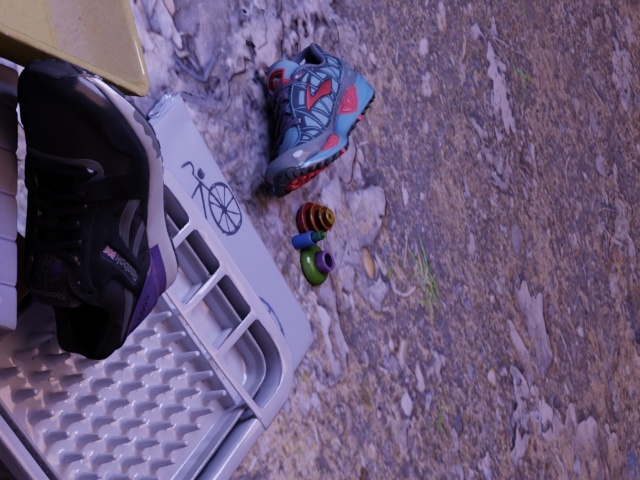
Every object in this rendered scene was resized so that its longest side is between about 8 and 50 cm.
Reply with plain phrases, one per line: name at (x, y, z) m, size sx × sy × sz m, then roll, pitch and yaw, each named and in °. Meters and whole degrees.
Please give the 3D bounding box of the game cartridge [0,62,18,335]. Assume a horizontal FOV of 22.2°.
game cartridge at (-0.355, -0.069, 1.154) m, size 0.355 × 0.068 × 0.230 m, roll 21°, pitch 57°, yaw -53°

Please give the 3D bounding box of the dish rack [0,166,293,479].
dish rack at (-0.181, 0.119, 1.481) m, size 0.285 × 0.072 × 0.333 m, roll 57°, pitch 42°, yaw -19°

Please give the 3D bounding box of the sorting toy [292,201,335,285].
sorting toy at (0.000, 0.000, 1.945) m, size 0.061 × 0.042 × 0.102 m, roll 8°, pitch 70°, yaw -59°

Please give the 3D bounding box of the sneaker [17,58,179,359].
sneaker at (-0.190, -0.012, 1.311) m, size 0.283 × 0.107 × 0.124 m, roll 76°, pitch 34°, yaw -46°

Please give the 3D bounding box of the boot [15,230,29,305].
boot at (-0.314, -0.073, 1.314) m, size 0.280 × 0.096 × 0.264 m, roll 46°, pitch 39°, yaw -20°

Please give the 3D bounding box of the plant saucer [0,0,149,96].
plant saucer at (-0.296, -0.283, 1.319) m, size 0.333 × 0.081 × 0.333 m, roll 20°, pitch 48°, yaw -57°

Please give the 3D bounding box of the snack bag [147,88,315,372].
snack bag at (-0.141, 0.050, 1.681) m, size 0.342 × 0.037 × 0.323 m, roll 61°, pitch 31°, yaw -17°

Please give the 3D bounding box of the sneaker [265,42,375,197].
sneaker at (-0.030, -0.149, 1.939) m, size 0.125 × 0.104 × 0.262 m, roll 46°, pitch 31°, yaw -12°
